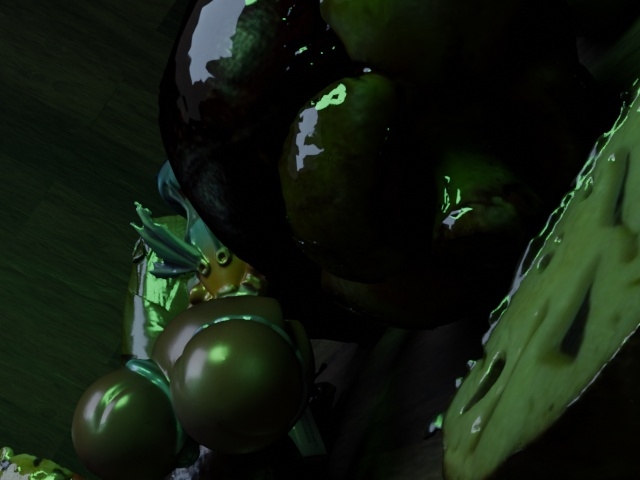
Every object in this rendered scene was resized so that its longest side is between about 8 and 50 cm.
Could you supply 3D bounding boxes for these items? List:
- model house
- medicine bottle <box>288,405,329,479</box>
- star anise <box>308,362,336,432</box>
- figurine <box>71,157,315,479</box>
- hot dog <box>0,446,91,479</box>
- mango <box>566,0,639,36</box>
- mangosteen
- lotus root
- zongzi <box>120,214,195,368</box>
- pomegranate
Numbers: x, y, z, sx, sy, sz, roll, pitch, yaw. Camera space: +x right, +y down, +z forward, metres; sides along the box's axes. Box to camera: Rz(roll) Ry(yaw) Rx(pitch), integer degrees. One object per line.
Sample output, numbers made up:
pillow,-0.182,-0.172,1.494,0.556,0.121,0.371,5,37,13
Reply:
model house,0.000,0.000,1.214,0.282,0.317,0.297,102,-179,-76
medicine bottle,-0.069,0.262,1.173,0.171,0.052,0.201,-58,44,39
star anise,-0.016,0.249,1.209,0.190,0.070,0.097,-62,-2,30
figurine,-0.109,0.070,0.925,0.277,0.248,0.388,-27,55,34
hot dog,-0.229,0.410,0.741,0.196,0.367,0.365,79,-151,-57
mango,0.249,-0.289,0.852,0.130,0.167,0.262,-48,1,3
mangosteen,0.043,-0.120,0.699,0.381,0.381,0.421,-61,3,11
lotus root,0.150,0.026,0.402,0.260,0.074,0.170,-60,4,6
zongzi,-0.198,0.105,1.068,0.300,0.145,0.274,-102,8,-87
pomegranate,-0.119,0.302,1.027,0.246,0.198,0.198,28,90,54
